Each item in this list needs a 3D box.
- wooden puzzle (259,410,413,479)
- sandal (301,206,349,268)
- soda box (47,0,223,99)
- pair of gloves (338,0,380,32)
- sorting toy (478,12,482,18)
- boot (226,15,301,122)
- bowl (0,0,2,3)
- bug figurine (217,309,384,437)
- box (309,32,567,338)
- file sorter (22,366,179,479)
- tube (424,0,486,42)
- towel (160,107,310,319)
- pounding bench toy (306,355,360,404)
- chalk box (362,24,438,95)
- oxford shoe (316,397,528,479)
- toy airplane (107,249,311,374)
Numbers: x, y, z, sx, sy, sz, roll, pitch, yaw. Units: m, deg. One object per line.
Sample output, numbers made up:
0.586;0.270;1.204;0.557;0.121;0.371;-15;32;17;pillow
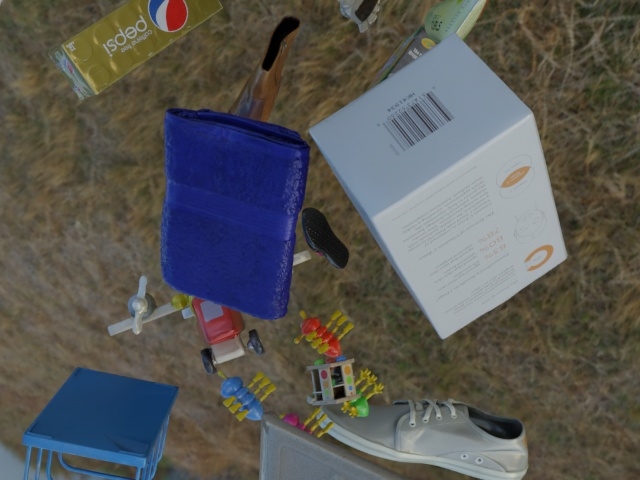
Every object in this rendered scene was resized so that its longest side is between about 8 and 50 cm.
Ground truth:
0.077;0.337;0.703;0.347;0.080;0.322;18;112;40;wooden puzzle
0.000;0.000;1.642;0.040;0.067;0.179;5;151;33;sandal
-0.197;-0.226;0.901;0.058;0.181;0.061;5;132;58;soda box
0.131;-0.564;1.761;0.042;0.240;0.204;43;-175;19;pair of gloves
0.220;-0.323;1.372;0.041;0.307;0.229;26;-178;2;sorting toy
-0.124;-0.272;1.655;0.096;0.264;0.280;33;158;-6;boot
-0.210;-0.170;0.364;0.134;0.298;0.297;14;168;-42;bowl
-0.032;0.252;1.438;0.216;0.279;0.072;48;147;13;bug figurine
0.165;-0.054;1.082;0.168;0.215;0.345;58;-178;36;box
-0.228;0.221;0.878;0.118;0.170;0.105;11;103;-1;file sorter
0.182;-0.299;1.132;0.062;0.240;0.070;-6;103;3;tube
-0.133;-0.042;1.278;0.227;0.076;0.308;17;120;15;towel
0.008;0.208;1.246;0.083;0.052;0.065;-16;82;44;pounding bench toy
0.203;-0.338;1.704;0.132;0.213;0.132;39;168;-10;chalk box
0.215;0.377;1.706;0.449;0.169;0.130;13;106;-4;oxford shoe
-0.260;0.114;1.976;0.384;0.386;0.273;-5;113;38;toy airplane
